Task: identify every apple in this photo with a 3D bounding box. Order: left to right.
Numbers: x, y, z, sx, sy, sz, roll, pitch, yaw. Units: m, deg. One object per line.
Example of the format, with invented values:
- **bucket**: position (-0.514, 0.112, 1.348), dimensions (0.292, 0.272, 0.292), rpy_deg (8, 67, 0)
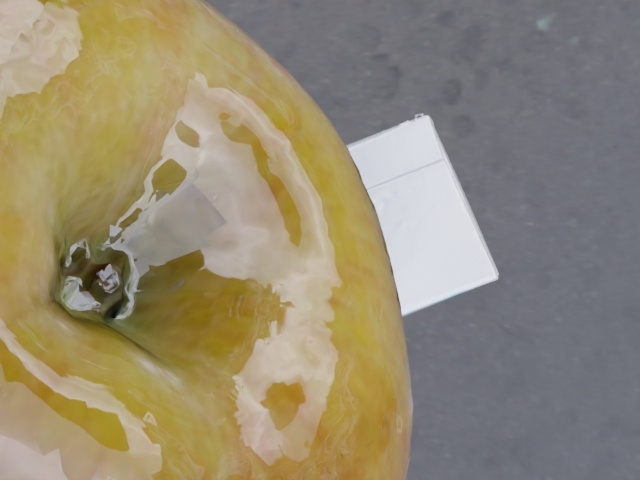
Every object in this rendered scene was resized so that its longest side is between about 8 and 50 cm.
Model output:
- **apple**: position (-0.159, 0.050, 0.602), dimensions (0.391, 0.346, 0.391), rpy_deg (27, 47, -33)

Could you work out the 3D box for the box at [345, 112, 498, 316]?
- **box**: position (0.001, 0.002, 1.051), dimensions (0.203, 0.274, 0.116), rpy_deg (-23, 93, 3)
